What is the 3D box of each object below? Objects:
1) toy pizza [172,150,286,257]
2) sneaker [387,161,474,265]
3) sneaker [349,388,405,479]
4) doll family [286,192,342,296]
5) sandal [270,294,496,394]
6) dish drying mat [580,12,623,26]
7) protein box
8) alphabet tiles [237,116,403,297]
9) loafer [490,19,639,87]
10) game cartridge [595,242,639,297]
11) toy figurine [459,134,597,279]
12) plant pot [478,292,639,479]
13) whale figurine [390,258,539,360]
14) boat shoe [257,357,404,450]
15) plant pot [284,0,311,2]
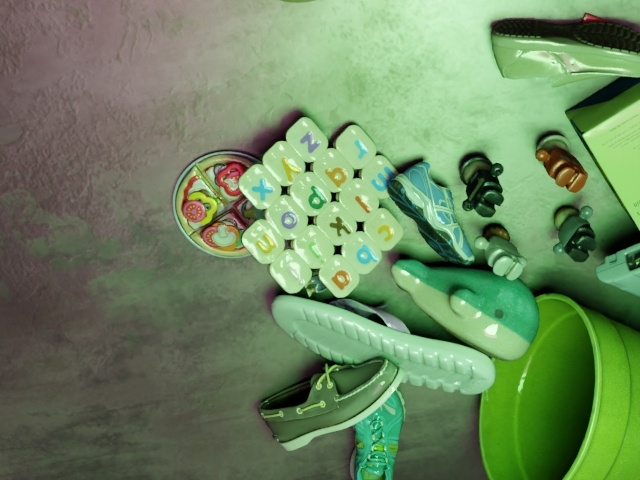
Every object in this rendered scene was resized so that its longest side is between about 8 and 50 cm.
[{"bbox_3d":[-0.159,-0.057,1.835,0.201,0.032,0.201,0,113,0],"label":"toy pizza"},{"bbox_3d":[0.207,-0.043,1.804,0.081,0.080,0.211,-46,112,-18],"label":"sneaker"},{"bbox_3d":[0.108,0.387,1.985,0.107,0.110,0.275,-1,113,1],"label":"sneaker"},{"bbox_3d":[0.000,0.000,1.830,0.111,0.076,0.193,-22,114,-1],"label":"doll family"},{"bbox_3d":[0.113,0.171,1.891,0.416,0.102,0.169,20,147,2],"label":"sandal"},{"bbox_3d":[0.464,-0.343,1.717,0.083,0.008,0.032,18,113,-6],"label":"dish drying mat"},{"bbox_3d":[0.547,-0.165,1.723,0.200,0.136,0.201,-32,109,13],"label":"protein box"},{"bbox_3d":[0.002,-0.054,1.772,0.284,0.021,0.278,-46,108,-12],"label":"alphabet tiles"},{"bbox_3d":[0.406,-0.295,1.694,0.268,0.102,0.092,9,129,11],"label":"loafer"},{"bbox_3d":[0.637,0.023,1.760,0.297,0.062,0.198,-27,146,35],"label":"game cartridge"},{"bbox_3d":[0.351,-0.057,1.776,0.213,0.148,0.209,-18,118,6],"label":"toy figurine"},{"bbox_3d":[0.521,0.310,1.840,0.353,0.366,0.366,15,113,-18],"label":"plant pot"},{"bbox_3d":[0.255,0.095,1.825,0.272,0.216,0.141,32,86,14],"label":"whale figurine"},{"bbox_3d":[0.013,0.282,1.902,0.097,0.116,0.324,48,131,-10],"label":"boat shoe"},{"bbox_3d":[-0.062,-0.453,1.575,0.237,0.110,0.237,13,132,16],"label":"plant pot"}]
